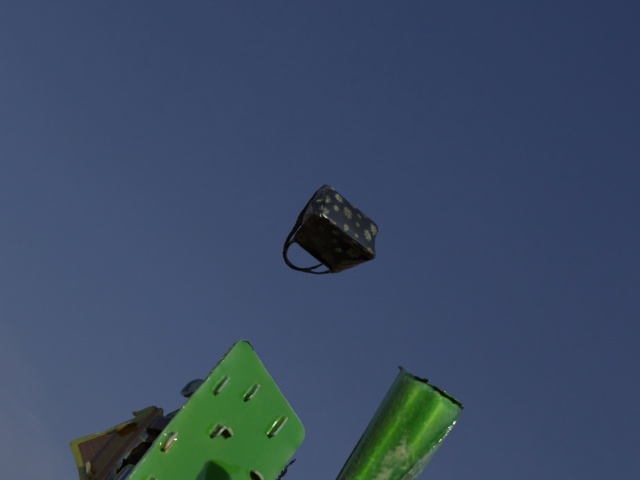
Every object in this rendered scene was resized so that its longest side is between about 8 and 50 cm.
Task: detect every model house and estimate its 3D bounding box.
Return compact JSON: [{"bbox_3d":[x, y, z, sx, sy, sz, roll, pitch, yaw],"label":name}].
[{"bbox_3d":[-0.252,0.325,2.310,0.313,0.358,0.242,5,-43,42],"label":"model house"}]

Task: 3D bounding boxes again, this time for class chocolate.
[{"bbox_3d":[0.074,0.317,1.926,0.110,0.291,0.110,33,-7,4],"label":"chocolate"}]

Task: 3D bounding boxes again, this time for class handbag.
[{"bbox_3d":[0.000,0.000,2.033,0.115,0.072,0.139,37,-50,-23],"label":"handbag"}]
